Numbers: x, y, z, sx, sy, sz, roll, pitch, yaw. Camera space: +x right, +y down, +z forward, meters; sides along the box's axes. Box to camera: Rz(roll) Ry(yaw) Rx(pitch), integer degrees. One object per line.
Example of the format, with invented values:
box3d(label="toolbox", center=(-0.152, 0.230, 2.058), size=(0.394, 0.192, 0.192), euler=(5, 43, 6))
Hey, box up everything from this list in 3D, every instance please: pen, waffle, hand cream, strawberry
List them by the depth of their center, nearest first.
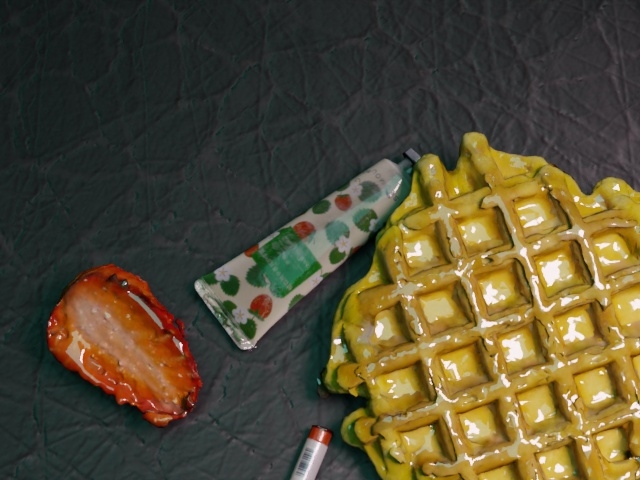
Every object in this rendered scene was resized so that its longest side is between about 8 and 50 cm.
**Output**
box3d(label="pen", center=(-0.039, 0.290, 1.386), size=(0.026, 0.026, 0.218), euler=(21, 76, 8))
box3d(label="waffle", center=(0.207, 0.100, 1.387), size=(0.379, 0.095, 0.382), euler=(22, 83, 1))
box3d(label="strawberry", center=(-0.198, 0.111, 1.426), size=(0.121, 0.082, 0.188), euler=(-43, 85, 10))
box3d(label="hand cream", center=(0.000, 0.000, 1.458), size=(0.276, 0.059, 0.095), euler=(-38, 80, -5))
